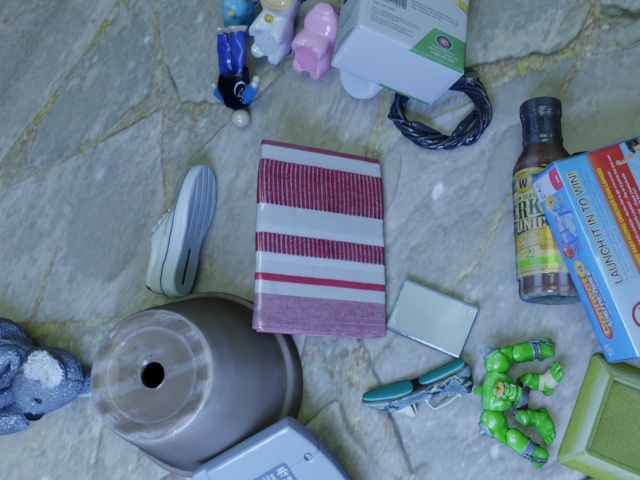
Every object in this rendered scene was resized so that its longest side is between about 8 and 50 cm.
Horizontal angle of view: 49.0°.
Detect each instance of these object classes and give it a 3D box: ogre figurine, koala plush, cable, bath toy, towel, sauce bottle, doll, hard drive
[{"bbox_3d":[0.311,0.249,1.111,0.118,0.097,0.197,10,93,-4],"label":"ogre figurine"},{"bbox_3d":[-0.514,0.236,1.233,0.221,0.196,0.203,0,66,16],"label":"koala plush"},{"bbox_3d":[0.216,-0.234,1.282,0.184,0.047,0.151,-11,79,6],"label":"cable"},{"bbox_3d":[-0.012,-0.393,1.325,0.348,0.151,0.129,29,55,14],"label":"bath toy"},{"bbox_3d":[0.000,0.000,1.200,0.237,0.037,0.329,7,73,-23],"label":"towel"},{"bbox_3d":[0.375,-0.068,1.169,0.111,0.111,0.344,-3,74,11],"label":"sauce bottle"},{"bbox_3d":[-0.160,-0.308,1.332,0.129,0.046,0.189,8,109,37],"label":"doll"},{"bbox_3d":[0.190,0.133,1.198,0.135,0.022,0.094,21,81,16],"label":"hard drive"}]

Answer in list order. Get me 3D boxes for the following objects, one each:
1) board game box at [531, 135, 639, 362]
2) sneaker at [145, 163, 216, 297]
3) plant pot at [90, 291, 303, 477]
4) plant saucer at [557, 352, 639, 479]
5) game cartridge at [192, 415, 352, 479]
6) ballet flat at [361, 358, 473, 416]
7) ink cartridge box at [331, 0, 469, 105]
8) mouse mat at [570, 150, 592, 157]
[{"bbox_3d":[0.526,-0.009,1.072,0.302,0.086,0.308,-17,79,-11],"label":"board game box"},{"bbox_3d":[-0.266,-0.023,1.297,0.091,0.094,0.258,5,70,26],"label":"sneaker"},{"bbox_3d":[-0.212,0.224,1.124,0.323,0.280,0.323,-2,76,10],"label":"plant pot"},{"bbox_3d":[0.489,0.292,1.084,0.188,0.045,0.188,20,81,16],"label":"plant saucer"},{"bbox_3d":[-0.036,0.424,1.086,0.198,0.062,0.297,-31,104,-2],"label":"game cartridge"},{"bbox_3d":[0.163,0.256,1.155,0.188,0.070,0.070,-21,73,10],"label":"ballet flat"},{"bbox_3d":[0.146,-0.407,1.228,0.201,0.117,0.278,18,63,-18],"label":"ink cartridge box"},{"bbox_3d":[0.505,-0.081,1.150,0.189,0.007,0.153,-7,76,-20],"label":"mouse mat"}]
